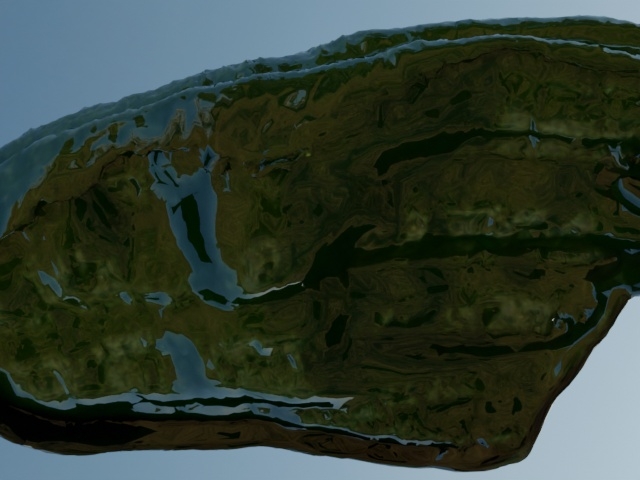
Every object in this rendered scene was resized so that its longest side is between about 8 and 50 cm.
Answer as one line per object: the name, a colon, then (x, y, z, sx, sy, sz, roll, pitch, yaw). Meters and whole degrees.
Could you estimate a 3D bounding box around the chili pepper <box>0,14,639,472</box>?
chili pepper: (0.001, -0.001, 0.703, 0.385, 0.167, 0.213, -10, -58, 7)
